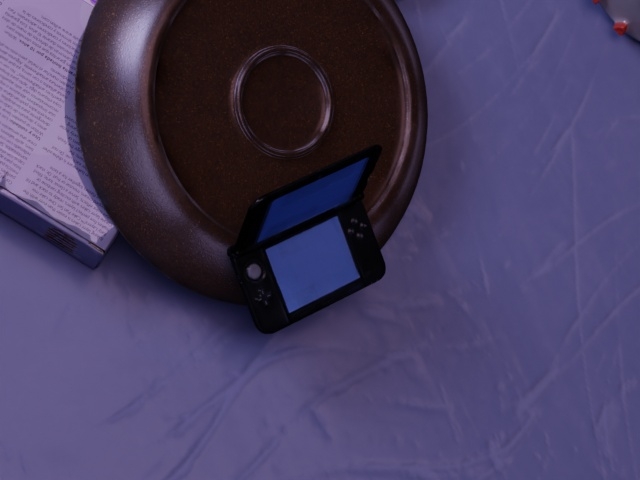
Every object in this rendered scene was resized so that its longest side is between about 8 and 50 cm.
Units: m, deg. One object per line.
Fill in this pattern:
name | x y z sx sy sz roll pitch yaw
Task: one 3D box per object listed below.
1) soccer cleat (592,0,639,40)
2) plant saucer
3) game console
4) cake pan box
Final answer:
soccer cleat | 0.311 -0.190 1.678 0.196 0.068 0.076 34 56 -6
plant saucer | -0.037 -0.104 1.522 0.310 0.050 0.311 1 88 -30
game console | 0.000 0.000 1.469 0.122 0.071 0.107 -25 100 -28
cake pan box | -0.219 -0.148 1.524 0.266 0.070 0.246 31 70 -6
